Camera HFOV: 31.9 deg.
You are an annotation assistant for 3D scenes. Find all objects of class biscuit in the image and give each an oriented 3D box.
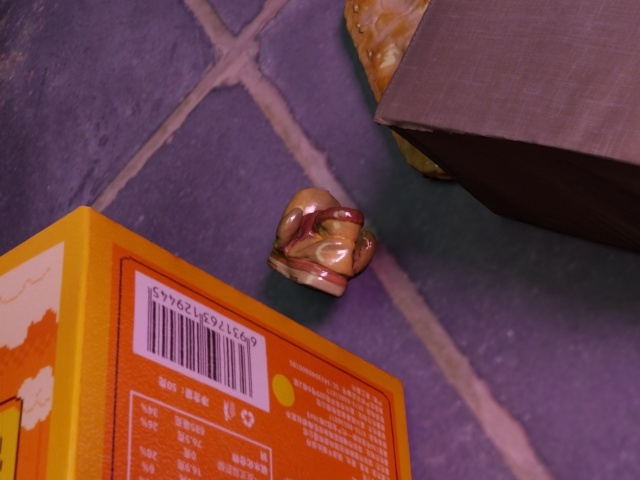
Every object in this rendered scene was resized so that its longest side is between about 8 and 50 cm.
[{"bbox_3d":[0.085,-0.148,0.842,0.118,0.029,0.247,-37,46,20],"label":"biscuit"}]

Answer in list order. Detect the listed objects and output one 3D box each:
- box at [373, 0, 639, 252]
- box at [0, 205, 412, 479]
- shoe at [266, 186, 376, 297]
[{"bbox_3d":[0.179,-0.086,0.629,0.231,0.149,0.155,17,78,46],"label":"box"},{"bbox_3d":[-0.121,0.170,0.654,0.259,0.283,0.214,-28,48,28],"label":"box"},{"bbox_3d":[0.003,0.002,0.801,0.109,0.072,0.069,-83,17,-83],"label":"shoe"}]
